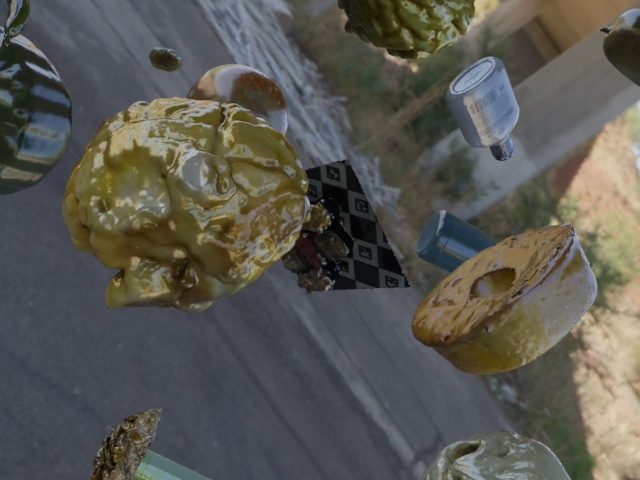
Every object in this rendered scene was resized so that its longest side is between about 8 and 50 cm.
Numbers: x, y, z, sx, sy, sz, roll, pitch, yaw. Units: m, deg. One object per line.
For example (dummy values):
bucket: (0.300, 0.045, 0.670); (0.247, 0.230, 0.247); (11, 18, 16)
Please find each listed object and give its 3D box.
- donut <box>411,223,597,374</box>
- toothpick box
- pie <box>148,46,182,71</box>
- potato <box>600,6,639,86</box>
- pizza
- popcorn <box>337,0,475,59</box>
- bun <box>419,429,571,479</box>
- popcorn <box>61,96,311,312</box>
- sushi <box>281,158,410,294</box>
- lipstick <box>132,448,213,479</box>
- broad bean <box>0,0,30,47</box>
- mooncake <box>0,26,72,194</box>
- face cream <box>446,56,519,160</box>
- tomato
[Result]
donut: (0.268, 0.090, 1.262); (0.108, 0.277, 0.277); (54, 13, -8)
toothpick box: (0.317, 0.021, 1.962); (0.184, 0.120, 0.120); (27, 19, -10)
pie: (-0.358, -0.417, 2.042); (0.084, 0.084, 0.020); (38, 52, -50)
potato: (0.671, -0.378, 1.746); (0.251, 0.174, 0.159); (20, 28, -5)
pizza: (-0.355, 0.376, 1.548); (0.069, 0.226, 0.147); (28, 51, -17)
popcorn: (0.143, -0.414, 1.404); (0.225, 0.249, 0.249); (-44, 101, -33)
bun: (0.210, 0.340, 1.135); (0.133, 0.231, 0.231); (33, 24, -38)
popcorn: (-0.207, -0.076, 1.414); (0.354, 0.344, 0.390); (45, 44, 1)
sushi: (0.000, 0.000, 1.732); (0.059, 0.292, 0.294); (-47, 117, -39)
lipstick: (-0.300, 0.481, 1.773); (0.304, 0.076, 0.076); (37, 20, -33)
broad bean: (-0.578, -0.451, 1.654); (0.039, 0.069, 0.227); (76, 2, -58)
mooncake: (-0.679, -0.251, 1.765); (0.351, 0.351, 0.187); (57, 13, 10)
face cream: (0.368, -0.272, 1.927); (0.071, 0.144, 0.291); (54, 4, 37)
tomato: (-0.211, -0.303, 2.220); (0.270, 0.270, 0.222); (50, 1, -19)
